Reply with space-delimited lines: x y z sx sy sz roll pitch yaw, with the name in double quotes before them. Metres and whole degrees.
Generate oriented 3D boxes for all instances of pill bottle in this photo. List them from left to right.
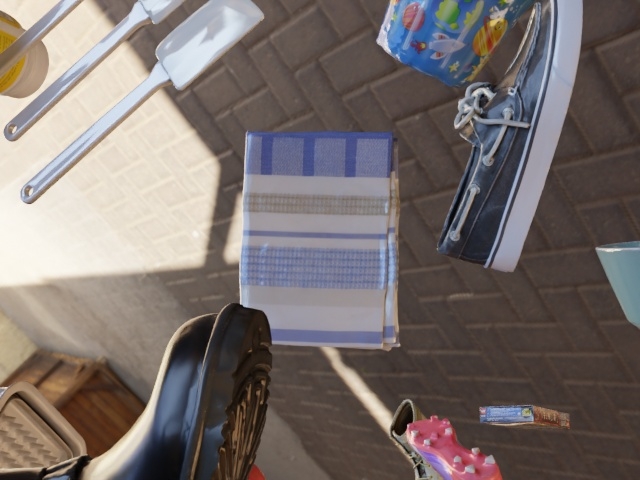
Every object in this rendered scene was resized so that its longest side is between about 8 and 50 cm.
"pill bottle" -0.462 -0.257 0.931 0.119 0.119 0.208 33 -173 16

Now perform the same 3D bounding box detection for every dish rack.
"dish rack" -0.519 0.419 1.135 0.072 0.333 0.286 3 139 19

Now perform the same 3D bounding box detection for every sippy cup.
"sippy cup" 0.207 -0.368 1.098 0.305 0.240 0.224 39 116 25

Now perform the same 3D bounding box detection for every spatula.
"spatula" -0.173 -0.153 0.567 0.168 0.242 0.019 57 -168 20

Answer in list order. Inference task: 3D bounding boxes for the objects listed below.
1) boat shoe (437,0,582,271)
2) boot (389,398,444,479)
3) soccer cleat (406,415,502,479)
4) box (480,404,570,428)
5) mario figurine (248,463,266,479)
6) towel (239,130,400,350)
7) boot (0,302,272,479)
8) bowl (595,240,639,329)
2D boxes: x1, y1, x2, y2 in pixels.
"boat shoe" 0.195 -0.122 0.765 0.104 0.113 0.307 13 109 5
"boot" 0.208 0.464 1.510 0.077 0.213 0.165 -20 127 32
"soccer cleat" 0.208 0.357 1.139 0.248 0.083 0.095 -166 64 -69
"box" 0.336 0.291 1.166 0.093 0.027 0.137 -13 156 39
"mario figurine" -0.199 0.352 0.852 0.320 0.170 0.198 -30 111 24
"towel" 0.000 0.000 0.926 0.209 0.285 0.034 1 178 3
"boot" -0.197 0.185 0.549 0.260 0.348 0.131 18 -175 6
"bowl" 0.649 0.078 1.239 0.311 0.311 0.163 -4 90 54
